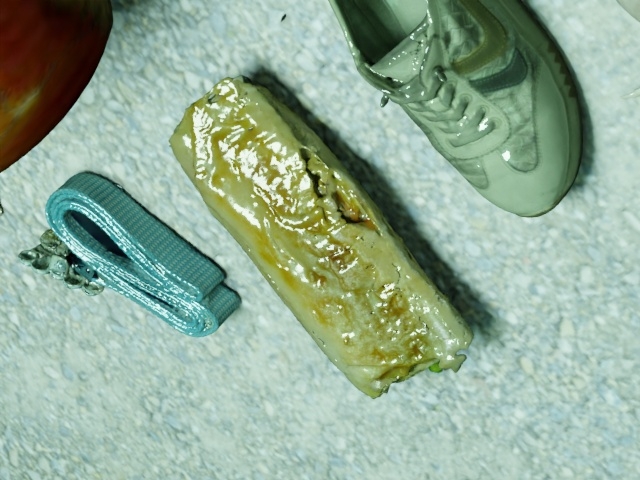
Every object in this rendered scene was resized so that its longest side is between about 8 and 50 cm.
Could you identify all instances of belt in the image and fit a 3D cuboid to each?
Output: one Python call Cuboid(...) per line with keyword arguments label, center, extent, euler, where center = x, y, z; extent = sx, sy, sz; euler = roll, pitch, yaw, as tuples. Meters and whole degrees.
Cuboid(label="belt", center=(-0.156, 0.024, 1.625), extent=(0.179, 0.065, 0.100), euler=(37, 126, 7))

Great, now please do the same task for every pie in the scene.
Cuboid(label="pie", center=(0.000, 0.000, 1.485), extent=(0.128, 0.068, 0.282), euler=(-36, 93, 35))

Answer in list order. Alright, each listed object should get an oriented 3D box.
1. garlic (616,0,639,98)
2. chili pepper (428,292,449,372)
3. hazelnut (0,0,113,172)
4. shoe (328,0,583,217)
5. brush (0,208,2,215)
Cuboid(label="garlic", center=(0.227, -0.178, 1.184), extent=(0.266, 0.128, 0.148), euler=(-24, 95, 55))
Cuboid(label="chili pepper", center=(0.088, 0.070, 1.519), extent=(0.030, 0.017, 0.083), euler=(10, 130, 19))
Cuboid(label="hazelnut", center=(-0.340, -0.214, 1.339), extent=(0.409, 0.359, 0.359), euler=(52, 136, 2))
Cuboid(label="shoe", center=(0.080, -0.124, 1.316), extent=(0.103, 0.098, 0.275), euler=(-19, 112, 47))
Cuboid(label="brush", center=(-0.320, -0.088, 1.688), extent=(0.051, 0.014, 0.164), euler=(-2, 121, 35))
